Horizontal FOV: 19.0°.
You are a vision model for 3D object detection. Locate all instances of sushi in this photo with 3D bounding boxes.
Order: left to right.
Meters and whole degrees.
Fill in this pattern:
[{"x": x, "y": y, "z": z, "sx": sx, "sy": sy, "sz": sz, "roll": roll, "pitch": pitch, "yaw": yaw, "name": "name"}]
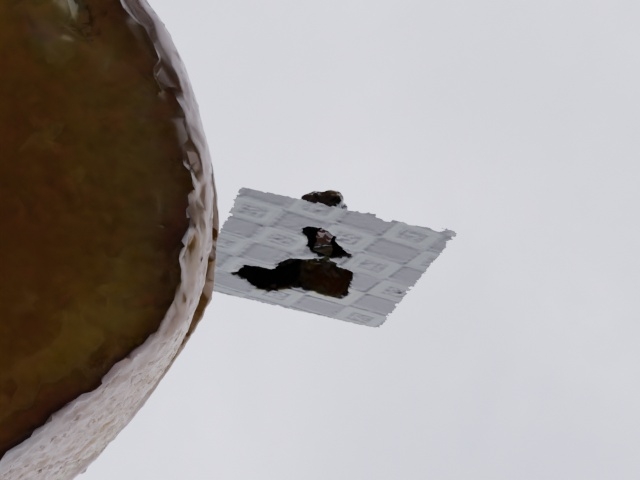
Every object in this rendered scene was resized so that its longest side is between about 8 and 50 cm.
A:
[{"x": 0.000, "y": 0.000, "z": 1.244, "sx": 0.201, "sy": 0.139, "sz": 0.031, "roll": 125, "pitch": -23, "yaw": -66, "name": "sushi"}]

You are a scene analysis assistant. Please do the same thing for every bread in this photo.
[{"x": -0.184, "y": -0.015, "z": 0.732, "sx": 0.172, "sy": 0.312, "sz": 0.312, "roll": 160, "pitch": -49, "yaw": -75, "name": "bread"}]
